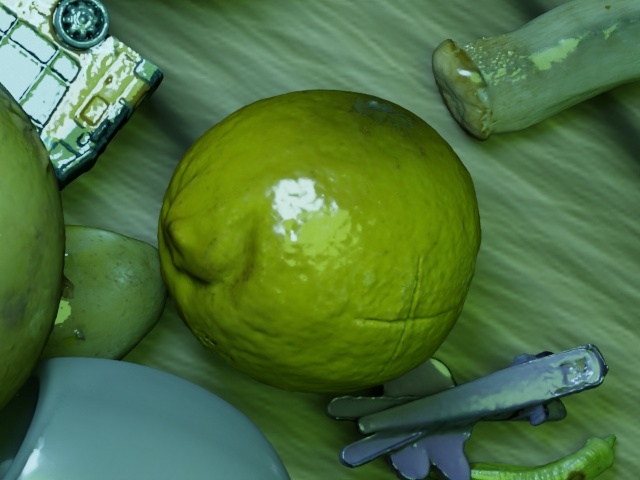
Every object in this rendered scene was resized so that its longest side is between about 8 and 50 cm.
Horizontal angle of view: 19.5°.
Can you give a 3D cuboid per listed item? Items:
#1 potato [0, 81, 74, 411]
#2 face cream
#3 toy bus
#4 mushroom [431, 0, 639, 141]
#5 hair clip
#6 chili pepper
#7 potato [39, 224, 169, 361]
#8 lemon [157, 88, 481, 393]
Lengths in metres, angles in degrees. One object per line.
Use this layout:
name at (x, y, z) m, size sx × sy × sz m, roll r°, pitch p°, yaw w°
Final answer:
potato at (-0.395, -0.033, 1.542) m, size 0.442 × 0.385 × 0.319 m, roll 34°, pitch 74°, yaw 13°
face cream at (-0.149, 0.283, 1.634) m, size 0.357 × 0.219 × 0.312 m, roll 36°, pitch 65°, yaw -23°
toy bus at (-0.295, -0.177, 1.714) m, size 0.275 × 0.138 × 0.167 m, roll 36°, pitch 80°, yaw -7°
mushroom at (0.281, -0.189, 1.882) m, size 0.351 × 0.095 × 0.123 m, roll -13°, pitch 108°, yaw -14°
hair clip at (0.142, 0.169, 1.819) m, size 0.278 × 0.090 × 0.137 m, roll -13°, pitch 79°, yaw -11°
chili pepper at (0.206, 0.233, 1.853) m, size 0.208 × 0.043 × 0.049 m, roll -9°, pitch 100°, yaw -14°
potato at (-0.231, 0.060, 1.717) m, size 0.194 × 0.157 × 0.157 m, roll -14°, pitch 89°, yaw -27°
lemon at (-0.001, 0.000, 1.695) m, size 0.297 × 0.297 × 0.297 m, roll 1°, pitch 85°, yaw -14°
